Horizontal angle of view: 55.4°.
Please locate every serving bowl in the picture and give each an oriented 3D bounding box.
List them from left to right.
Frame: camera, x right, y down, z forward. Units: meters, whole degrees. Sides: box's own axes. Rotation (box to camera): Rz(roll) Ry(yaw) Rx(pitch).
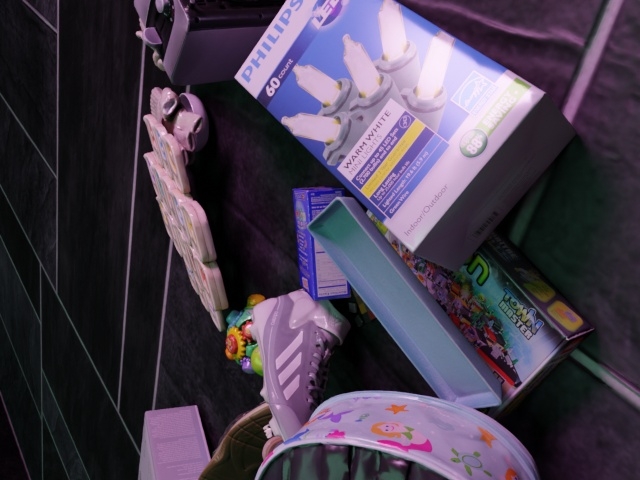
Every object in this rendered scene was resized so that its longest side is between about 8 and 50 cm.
[{"bbox_3d":[-0.174,-0.165,0.852,0.083,0.027,0.083,37,133,54],"label":"serving bowl"}]

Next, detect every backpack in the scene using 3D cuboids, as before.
[{"bbox_3d":[0.066,0.244,0.470,0.225,0.191,0.253,-2,104,30],"label":"backpack"}]

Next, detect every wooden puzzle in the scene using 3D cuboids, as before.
[{"bbox_3d":[0.052,0.053,0.620,0.083,0.006,0.049,-40,66,50],"label":"wooden puzzle"}]

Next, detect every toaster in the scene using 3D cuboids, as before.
[{"bbox_3d":[-0.107,-0.266,0.634,0.110,0.186,0.168,-40,74,52],"label":"toaster"}]

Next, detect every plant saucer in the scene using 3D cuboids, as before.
[{"bbox_3d":[0.064,0.050,0.471,0.192,0.018,0.067,51,150,1],"label":"plant saucer"}]

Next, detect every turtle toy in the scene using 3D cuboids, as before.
[{"bbox_3d":[-0.077,0.128,0.760,0.130,0.066,0.095,23,116,49],"label":"turtle toy"}]

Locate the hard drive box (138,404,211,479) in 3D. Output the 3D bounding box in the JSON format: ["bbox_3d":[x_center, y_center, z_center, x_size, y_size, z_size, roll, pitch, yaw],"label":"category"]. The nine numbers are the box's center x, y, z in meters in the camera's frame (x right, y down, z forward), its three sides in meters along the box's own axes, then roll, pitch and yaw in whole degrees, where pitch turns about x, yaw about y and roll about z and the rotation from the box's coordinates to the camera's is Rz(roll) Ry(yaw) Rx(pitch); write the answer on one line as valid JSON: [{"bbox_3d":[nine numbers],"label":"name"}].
[{"bbox_3d":[-0.223,0.410,0.954,0.232,0.089,0.181,-122,38,-50],"label":"hard drive box"}]

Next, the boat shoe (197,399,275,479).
[{"bbox_3d":[-0.089,0.256,0.797,0.223,0.080,0.073,-52,14,30],"label":"boat shoe"}]

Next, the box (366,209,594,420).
[{"bbox_3d":[0.112,0.034,0.511,0.207,0.036,0.114,54,136,32],"label":"box"}]

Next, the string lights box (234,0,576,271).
[{"bbox_3d":[0.051,-0.111,0.490,0.133,0.077,0.259,-52,53,14],"label":"string lights box"}]

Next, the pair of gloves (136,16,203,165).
[{"bbox_3d":[-0.205,-0.218,0.809,0.204,0.042,0.240,47,140,46],"label":"pair of gloves"}]

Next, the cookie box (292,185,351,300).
[{"bbox_3d":[0.000,0.000,0.622,0.092,0.040,0.107,-150,56,-77],"label":"cookie box"}]

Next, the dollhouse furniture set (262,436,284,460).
[{"bbox_3d":[0.020,0.243,0.607,0.151,0.123,0.144,10,106,52],"label":"dollhouse furniture set"}]

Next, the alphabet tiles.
[{"bbox_3d":[-0.189,-0.022,0.832,0.284,0.021,0.278,42,145,55],"label":"alphabet tiles"}]

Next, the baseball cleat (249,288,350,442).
[{"bbox_3d":[-0.013,0.126,0.619,0.072,0.109,0.206,63,-177,-48],"label":"baseball cleat"}]
